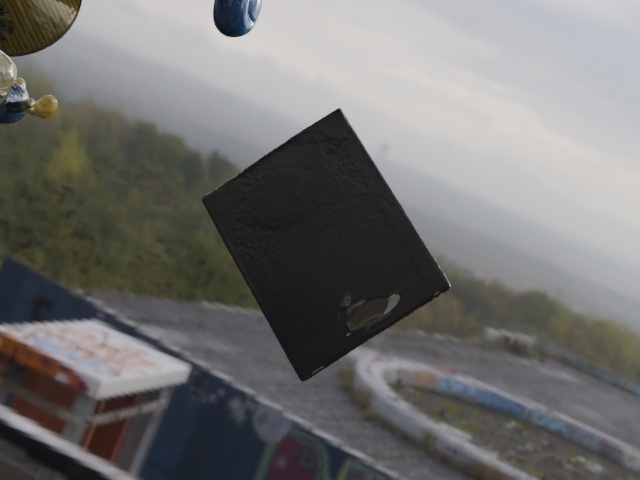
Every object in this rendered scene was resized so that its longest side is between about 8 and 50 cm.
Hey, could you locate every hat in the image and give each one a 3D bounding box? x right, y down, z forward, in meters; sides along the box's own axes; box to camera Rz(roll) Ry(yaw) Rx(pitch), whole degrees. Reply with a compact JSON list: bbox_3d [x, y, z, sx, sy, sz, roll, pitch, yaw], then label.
[{"bbox_3d":[-0.436,-0.359,1.699,0.193,0.193,0.082,23,-17,9],"label":"hat"}]

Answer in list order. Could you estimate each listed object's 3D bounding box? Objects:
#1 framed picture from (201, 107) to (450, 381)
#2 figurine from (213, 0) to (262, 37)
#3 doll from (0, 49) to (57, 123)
[{"bbox_3d":[0.000,0.000,1.697,0.324,0.244,0.013,60,7,24],"label":"framed picture"},{"bbox_3d":[-0.133,-0.483,1.732,0.298,0.243,0.416,19,-17,13],"label":"figurine"},{"bbox_3d":[-0.363,-0.171,1.344,0.102,0.089,0.179,30,14,14],"label":"doll"}]
